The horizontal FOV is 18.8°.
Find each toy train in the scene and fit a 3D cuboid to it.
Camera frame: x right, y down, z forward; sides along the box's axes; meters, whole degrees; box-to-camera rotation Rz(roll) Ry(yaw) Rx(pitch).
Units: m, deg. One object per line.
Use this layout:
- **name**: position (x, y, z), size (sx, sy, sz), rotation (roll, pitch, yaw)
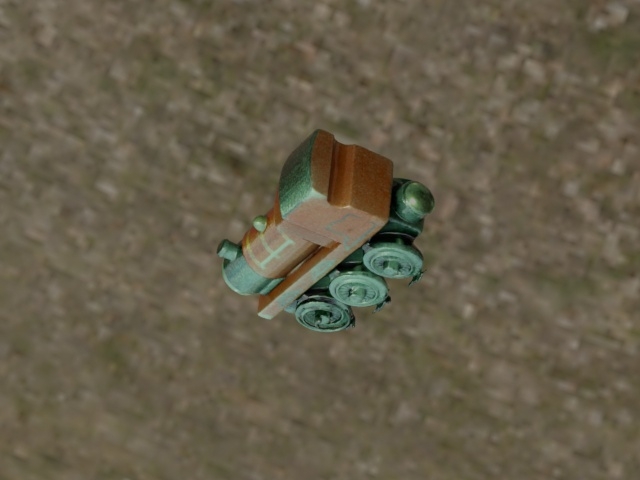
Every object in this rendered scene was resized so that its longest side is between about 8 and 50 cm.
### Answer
- **toy train**: position (0.000, 0.000, 0.772), size (0.064, 0.044, 0.103), rotation (20, 146, -22)
